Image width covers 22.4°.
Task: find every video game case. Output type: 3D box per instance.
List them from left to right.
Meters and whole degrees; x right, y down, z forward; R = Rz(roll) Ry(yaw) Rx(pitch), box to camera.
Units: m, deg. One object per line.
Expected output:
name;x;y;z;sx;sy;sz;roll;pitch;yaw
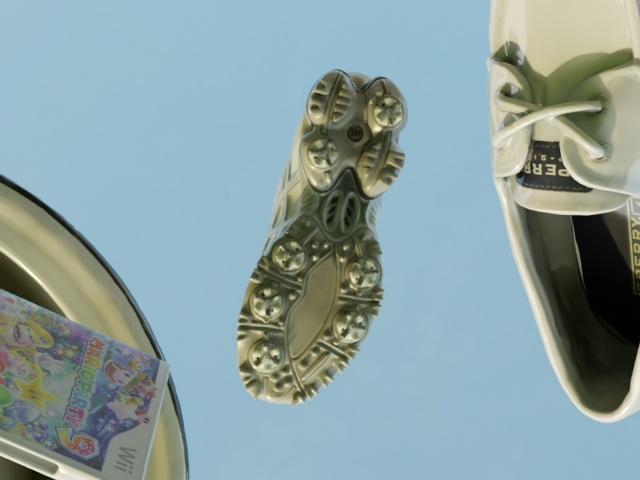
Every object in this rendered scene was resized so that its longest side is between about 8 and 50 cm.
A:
video game case;-0.121;0.052;0.636;0.122;0.011;0.087;25;-151;-11

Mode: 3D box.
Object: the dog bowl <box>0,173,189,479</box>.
dog bowl;-0.290;0.140;0.928;0.408;0.408;0.150;-42;-163;-13

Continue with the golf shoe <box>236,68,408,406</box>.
golf shoe;0.000;0.000;0.843;0.069;0.086;0.176;19;-93;-9

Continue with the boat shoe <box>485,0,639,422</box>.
boat shoe;0.108;-0.041;0.620;0.095;0.258;0.084;6;-142;39
